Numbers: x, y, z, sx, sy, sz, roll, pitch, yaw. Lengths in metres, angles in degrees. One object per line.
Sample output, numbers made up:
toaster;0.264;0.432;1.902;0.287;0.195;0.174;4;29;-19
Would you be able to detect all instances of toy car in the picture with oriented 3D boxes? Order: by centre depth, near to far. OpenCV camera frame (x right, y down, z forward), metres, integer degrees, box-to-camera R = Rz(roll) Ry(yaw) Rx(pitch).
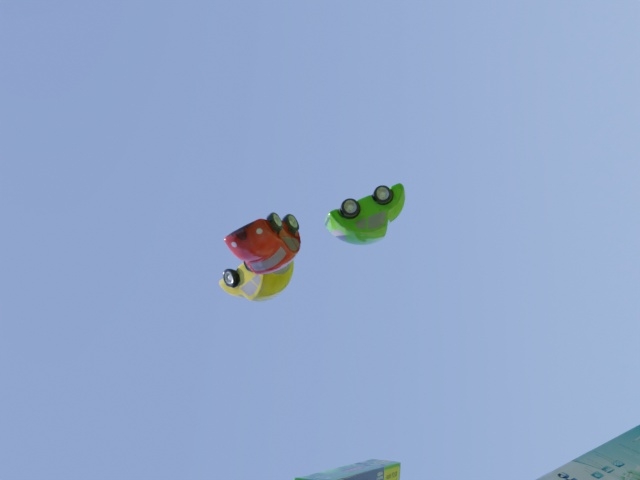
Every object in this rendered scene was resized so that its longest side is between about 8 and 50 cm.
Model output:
toy car;0.000;0.000;1.583;0.239;0.225;0.053;113;133;-74

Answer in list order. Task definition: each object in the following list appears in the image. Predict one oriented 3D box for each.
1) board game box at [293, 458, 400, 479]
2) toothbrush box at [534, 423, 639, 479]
board game box;0.030;0.380;1.718;0.317;0.046;0.213;13;-99;-71
toothbrush box;0.382;0.349;1.694;0.295;0.126;0.216;-16;-63;-39
